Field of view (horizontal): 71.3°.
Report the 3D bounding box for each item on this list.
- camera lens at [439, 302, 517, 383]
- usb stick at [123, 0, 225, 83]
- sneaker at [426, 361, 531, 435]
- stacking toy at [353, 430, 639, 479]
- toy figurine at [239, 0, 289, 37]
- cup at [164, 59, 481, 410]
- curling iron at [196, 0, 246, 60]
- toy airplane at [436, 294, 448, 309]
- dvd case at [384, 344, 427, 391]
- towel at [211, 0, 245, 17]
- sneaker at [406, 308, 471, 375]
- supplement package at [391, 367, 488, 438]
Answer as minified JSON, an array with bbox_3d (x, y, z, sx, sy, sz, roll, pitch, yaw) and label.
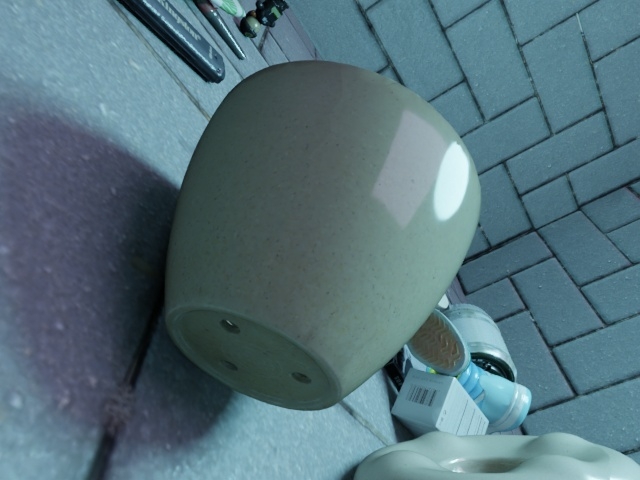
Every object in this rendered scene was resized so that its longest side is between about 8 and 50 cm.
[{"bbox_3d":[0.433,0.338,1.310,0.219,0.220,0.274,56,18,-15],"label":"camera lens"},{"bbox_3d":[-0.263,-0.375,0.756,0.278,0.045,0.077,37,29,-53],"label":"usb stick"},{"bbox_3d":[0.324,0.367,1.059,0.208,0.318,0.127,30,55,8],"label":"sneaker"},{"bbox_3d":[0.227,0.490,0.515,0.351,0.351,0.478,29,55,-60],"label":"stacking toy"},{"bbox_3d":[-0.205,-0.704,1.271,0.213,0.148,0.209,48,16,-30],"label":"toy figurine"},{"bbox_3d":[-0.023,0.025,0.462,0.331,0.331,0.236,52,45,-28],"label":"cup"},{"bbox_3d":[-0.259,-0.544,1.038,0.274,0.035,0.068,49,21,-32],"label":"curling iron"},{"bbox_3d":[0.228,-0.042,1.232,0.386,0.273,0.384,46,24,-40],"label":"toy airplane"},{"bbox_3d":[0.213,0.303,1.070,0.179,0.030,0.238,59,17,-8],"label":"dvd case"},{"bbox_3d":[-0.291,-0.633,0.970,0.247,0.038,0.325,59,15,0],"label":"towel"},{"bbox_3d":[0.231,0.199,0.983,0.121,0.108,0.302,36,3,-33],"label":"sneaker"},{"bbox_3d":[0.242,0.353,0.891,0.179,0.105,0.105,51,56,-30],"label":"supplement package"}]
